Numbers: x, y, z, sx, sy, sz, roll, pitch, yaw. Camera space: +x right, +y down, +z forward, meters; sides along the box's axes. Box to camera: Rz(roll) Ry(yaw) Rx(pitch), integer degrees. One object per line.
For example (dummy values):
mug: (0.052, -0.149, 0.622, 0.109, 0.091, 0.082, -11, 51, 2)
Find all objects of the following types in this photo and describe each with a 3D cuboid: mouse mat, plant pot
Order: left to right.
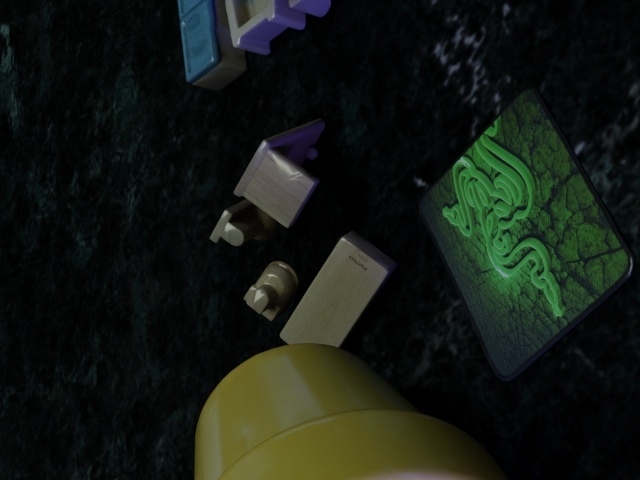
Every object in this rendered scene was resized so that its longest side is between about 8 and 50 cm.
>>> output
plant pot: (0.007, 0.206, 0.970, 0.254, 0.254, 0.239, -65, 26, 18)
mouse mat: (0.152, -0.006, 1.011, 0.152, 0.007, 0.190, -48, 48, 33)

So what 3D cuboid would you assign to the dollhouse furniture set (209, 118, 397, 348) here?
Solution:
dollhouse furniture set: (0.000, 0.000, 1.177, 0.151, 0.123, 0.144, 37, 115, 10)

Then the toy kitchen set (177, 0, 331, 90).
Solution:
toy kitchen set: (-0.109, -0.255, 1.255, 0.207, 0.166, 0.122, -29, 61, 43)
